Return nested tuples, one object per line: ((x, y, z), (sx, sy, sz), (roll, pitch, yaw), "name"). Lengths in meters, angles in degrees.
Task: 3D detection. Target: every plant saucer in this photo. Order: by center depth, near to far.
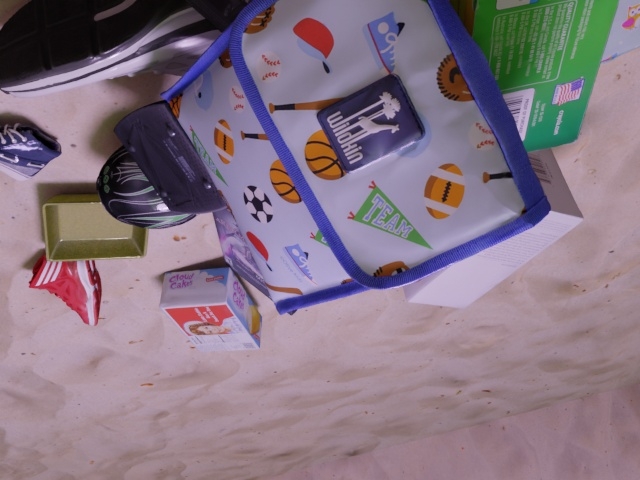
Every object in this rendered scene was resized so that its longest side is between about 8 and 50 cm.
((-0.417, -0.032, 1.474), (0.188, 0.045, 0.188), (-2, 147, -17), "plant saucer")

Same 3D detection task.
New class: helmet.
((-0.268, -0.096, 1.308), (0.161, 0.170, 0.169), (-9, 156, 38), "helmet")

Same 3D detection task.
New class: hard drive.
((-0.199, -0.119, 1.114), (0.054, 0.172, 0.254), (-40, -163, -23), "hard drive")

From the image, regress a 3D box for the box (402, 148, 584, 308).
((0.308, -0.044, 1.570), (0.168, 0.215, 0.345), (10, 142, -34), "box")

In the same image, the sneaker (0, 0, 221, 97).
((-0.207, -0.246, 1.097), (0.447, 0.169, 0.257), (-19, 146, 4), "sneaker")

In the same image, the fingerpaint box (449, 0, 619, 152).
((0.188, -0.368, 0.863), (0.163, 0.371, 0.445), (-12, 148, -2), "fingerpaint box")

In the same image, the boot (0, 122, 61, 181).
((-0.499, -0.161, 1.231), (0.086, 0.069, 0.190), (-32, 152, 16), "boot")

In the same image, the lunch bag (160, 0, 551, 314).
((0.031, -0.115, 0.871), (0.238, 0.328, 0.385), (-33, -172, -35), "lunch bag")

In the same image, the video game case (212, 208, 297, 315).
((-0.130, 0.025, 1.559), (0.026, 0.196, 0.274), (-45, 157, -22), "video game case")

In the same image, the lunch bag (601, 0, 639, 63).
((0.399, -0.372, 1.155), (0.279, 0.108, 0.224), (-23, 137, -5), "lunch bag")

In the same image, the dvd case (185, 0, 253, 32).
((-0.088, -0.376, 0.914), (0.179, 0.029, 0.239), (39, 98, -21), "dvd case")

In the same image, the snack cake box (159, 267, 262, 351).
((-0.240, 0.163, 1.783), (0.152, 0.089, 0.264), (-3, 150, 11), "snack cake box")

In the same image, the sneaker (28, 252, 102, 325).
((-0.522, 0.094, 1.620), (0.127, 0.087, 0.221), (1, 134, -7), "sneaker")
